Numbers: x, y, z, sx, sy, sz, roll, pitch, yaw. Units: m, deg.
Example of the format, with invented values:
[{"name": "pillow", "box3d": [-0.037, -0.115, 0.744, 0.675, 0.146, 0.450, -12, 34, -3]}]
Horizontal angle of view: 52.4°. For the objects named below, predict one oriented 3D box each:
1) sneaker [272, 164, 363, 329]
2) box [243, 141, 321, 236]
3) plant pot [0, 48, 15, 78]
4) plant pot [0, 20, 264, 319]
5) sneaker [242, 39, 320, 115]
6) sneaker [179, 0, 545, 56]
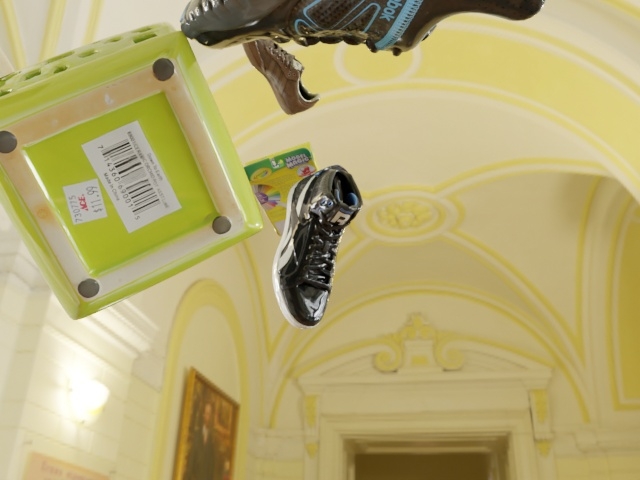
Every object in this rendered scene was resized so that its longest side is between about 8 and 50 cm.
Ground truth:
[{"name": "sneaker", "box3d": [0.000, 0.000, 0.849, 0.079, 0.217, 0.121, 13, -24, -29]}, {"name": "box", "box3d": [-0.044, -0.080, 0.984, 0.105, 0.043, 0.179, -17, -32, 5]}, {"name": "plant pot", "box3d": [-0.518, -0.185, 0.875, 0.284, 0.284, 0.191, -13, -14, 25]}, {"name": "plant pot", "box3d": [-0.190, -0.071, 0.621, 0.227, 0.207, 0.228, -26, -69, -13]}, {"name": "sneaker", "box3d": [-0.065, -0.303, 1.119, 0.071, 0.066, 0.188, -14, -47, 25]}, {"name": "sneaker", "box3d": [0.014, -0.195, 0.521, 0.341, 0.125, 0.139, 1, -33, 46]}]
